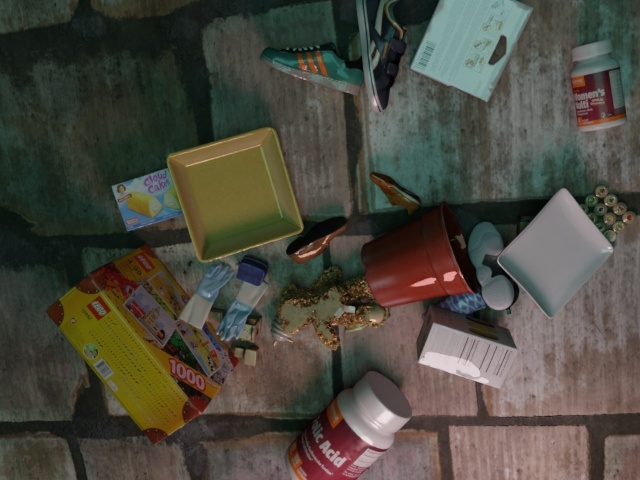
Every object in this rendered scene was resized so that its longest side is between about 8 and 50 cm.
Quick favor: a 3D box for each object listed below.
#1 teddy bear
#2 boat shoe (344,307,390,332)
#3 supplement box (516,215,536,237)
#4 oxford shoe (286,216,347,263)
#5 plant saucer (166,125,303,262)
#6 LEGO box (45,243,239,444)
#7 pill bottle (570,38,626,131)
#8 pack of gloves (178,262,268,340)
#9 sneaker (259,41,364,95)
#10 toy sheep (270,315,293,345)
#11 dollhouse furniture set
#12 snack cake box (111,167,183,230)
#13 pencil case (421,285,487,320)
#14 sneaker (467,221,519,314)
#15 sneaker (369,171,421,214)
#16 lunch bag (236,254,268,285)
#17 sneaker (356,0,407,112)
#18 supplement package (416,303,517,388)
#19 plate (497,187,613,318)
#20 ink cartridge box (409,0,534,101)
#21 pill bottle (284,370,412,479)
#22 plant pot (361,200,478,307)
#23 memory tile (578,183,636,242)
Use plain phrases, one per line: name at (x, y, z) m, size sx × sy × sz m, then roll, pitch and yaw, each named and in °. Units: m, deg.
teddy bear at (0.039, 0.200, 1.858) m, size 0.337 × 0.113 × 0.245 m, roll -26°, pitch 87°, yaw 5°
boat shoe at (0.141, 0.243, 1.893) m, size 0.153 × 0.056 × 0.048 m, roll -24°, pitch 88°, yaw 12°
supplement box at (0.612, -0.025, 1.748) m, size 0.083 × 0.056 × 0.083 m, roll 2°, pitch 103°, yaw 8°
oxford shoe at (0.000, 0.000, 1.864) m, size 0.212 × 0.076 × 0.076 m, roll -32°, pitch 125°, yaw 12°
plant saucer at (-0.253, -0.140, 1.818) m, size 0.332 × 0.081 × 0.333 m, roll -17°, pitch 100°, yaw -9°
LEGO box at (-0.519, 0.298, 1.852) m, size 0.193 × 0.372 × 0.500 m, roll -36°, pitch 95°, yaw 15°
pill bottle at (0.733, -0.410, 1.609) m, size 0.121 × 0.121 × 0.221 m, roll -11°, pitch 100°, yaw 12°
pack of gloves at (-0.304, 0.197, 1.917) m, size 0.195 × 0.046 × 0.232 m, roll 28°, pitch 65°, yaw 1°
sneaker at (-0.018, -0.513, 1.728) m, size 0.302 × 0.108 × 0.121 m, roll 17°, pitch 104°, yaw -3°
toy sheep at (-0.115, 0.278, 1.927) m, size 0.091 × 0.091 × 0.132 m, roll 27°, pitch 87°, yaw 3°
dollhouse furniture set at (-0.294, 0.321, 1.957) m, size 0.181 × 0.101 × 0.161 m, roll 8°, pitch 104°, yaw 8°
snack cake box at (-0.497, -0.142, 1.897) m, size 0.264 × 0.089 × 0.152 m, roll -16°, pitch 100°, yaw 12°
pencil case at (0.406, 0.209, 1.818) m, size 0.206 × 0.086 × 0.088 m, roll -36°, pitch 66°, yaw 19°
sneaker at (0.507, 0.087, 1.771) m, size 0.101 × 0.153 × 0.269 m, roll -17°, pitch 63°, yaw 22°
sneaker at (0.212, -0.139, 1.791) m, size 0.175 × 0.064 × 0.067 m, roll 37°, pitch 116°, yaw 3°
lunch bag at (-0.217, 0.092, 1.913) m, size 0.098 × 0.065 × 0.067 m, roll 22°, pitch 117°, yaw 1°
sneaker at (0.179, -0.521, 1.677) m, size 0.127 × 0.126 × 0.321 m, roll -5°, pitch 101°, yaw 14°
supplement package at (0.411, 0.299, 1.731) m, size 0.244 × 0.139 × 0.134 m, roll 17°, pitch 108°, yaw 1°
plate at (0.655, 0.036, 1.706) m, size 0.278 × 0.045 × 0.277 m, roll 43°, pitch 90°, yaw -21°
ink cartridge box at (0.409, -0.553, 1.665) m, size 0.238 × 0.060 × 0.275 m, roll 25°, pitch 105°, yaw 3°
pill bottle at (0.088, 0.609, 1.893) m, size 0.224 × 0.224 × 0.392 m, roll 40°, pitch 105°, yaw -1°
plant pot at (0.274, 0.061, 1.733) m, size 0.265 × 0.272 × 0.273 m, roll -20°, pitch 98°, yaw 21°
memory tile at (0.810, -0.076, 1.726) m, size 0.148 × 0.012 × 0.113 m, roll 43°, pitch 106°, yaw -2°
